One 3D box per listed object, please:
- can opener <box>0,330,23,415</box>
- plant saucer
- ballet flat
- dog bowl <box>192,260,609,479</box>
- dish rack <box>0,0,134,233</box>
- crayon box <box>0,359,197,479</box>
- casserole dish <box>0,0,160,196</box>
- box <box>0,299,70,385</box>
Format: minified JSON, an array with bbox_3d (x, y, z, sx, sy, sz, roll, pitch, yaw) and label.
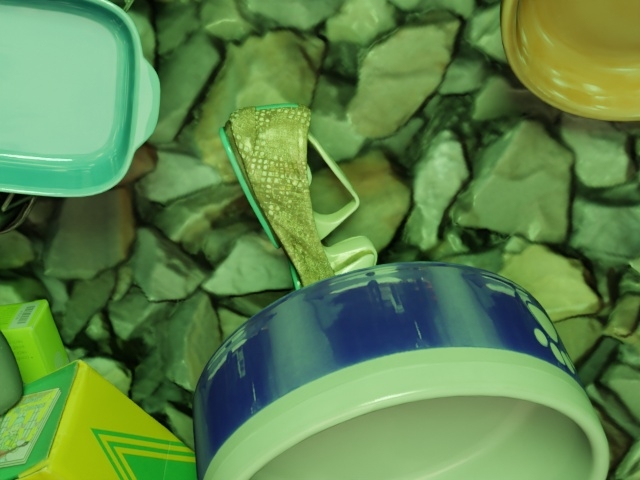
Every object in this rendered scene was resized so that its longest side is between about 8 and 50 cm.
[{"bbox_3d":[-0.303,0.009,0.685,0.095,0.076,0.283,-35,105,-11],"label":"can opener"},{"bbox_3d":[0.193,-0.142,0.568,0.199,0.037,0.200,-6,147,-4],"label":"plant saucer"},{"bbox_3d":[0.000,0.000,0.701,0.067,0.073,0.206,-21,122,2],"label":"ballet flat"},{"bbox_3d":[0.049,0.139,0.709,0.264,0.104,0.265,-7,136,-7],"label":"dog bowl"},{"bbox_3d":[-0.214,-0.147,0.618,0.208,0.074,0.272,31,102,-15],"label":"dish rack"},{"bbox_3d":[-0.225,0.275,0.836,0.362,0.106,0.313,-26,127,24],"label":"crayon box"},{"bbox_3d":[-0.182,-0.087,0.582,0.188,0.037,0.114,6,107,-6],"label":"casserole dish"},{"bbox_3d":[-0.238,0.133,0.825,0.109,0.042,0.178,-7,120,11],"label":"box"}]
